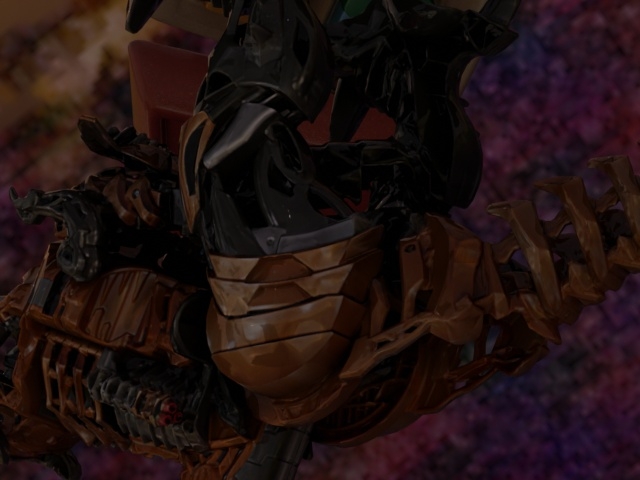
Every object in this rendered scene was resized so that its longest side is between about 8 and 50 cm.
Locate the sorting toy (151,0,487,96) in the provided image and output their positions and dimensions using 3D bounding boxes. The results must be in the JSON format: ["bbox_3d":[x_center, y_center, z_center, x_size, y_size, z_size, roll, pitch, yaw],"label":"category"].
[{"bbox_3d":[0.019,-0.179,1.052,0.038,0.208,0.193,-100,33,-60],"label":"sorting toy"}]

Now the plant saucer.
[{"bbox_3d":[-0.039,-0.051,1.561,0.259,0.258,0.048,96,-171,-62],"label":"plant saucer"}]

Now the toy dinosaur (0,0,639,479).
[{"bbox_3d":[0.000,0.000,0.649,0.322,0.164,0.218,-3,68,14],"label":"toy dinosaur"}]
